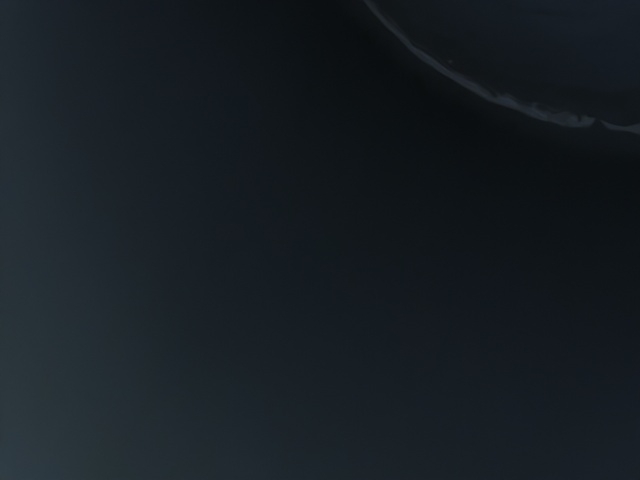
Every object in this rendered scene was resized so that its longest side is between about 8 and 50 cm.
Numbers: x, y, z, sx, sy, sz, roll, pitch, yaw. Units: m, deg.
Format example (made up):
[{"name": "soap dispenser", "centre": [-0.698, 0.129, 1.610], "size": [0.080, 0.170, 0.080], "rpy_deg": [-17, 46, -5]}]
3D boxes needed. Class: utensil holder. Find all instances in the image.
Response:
[{"name": "utensil holder", "centre": [0.071, -0.069, 0.488], "size": [0.327, 0.385, 0.328], "rpy_deg": [7, -57, 10]}]
